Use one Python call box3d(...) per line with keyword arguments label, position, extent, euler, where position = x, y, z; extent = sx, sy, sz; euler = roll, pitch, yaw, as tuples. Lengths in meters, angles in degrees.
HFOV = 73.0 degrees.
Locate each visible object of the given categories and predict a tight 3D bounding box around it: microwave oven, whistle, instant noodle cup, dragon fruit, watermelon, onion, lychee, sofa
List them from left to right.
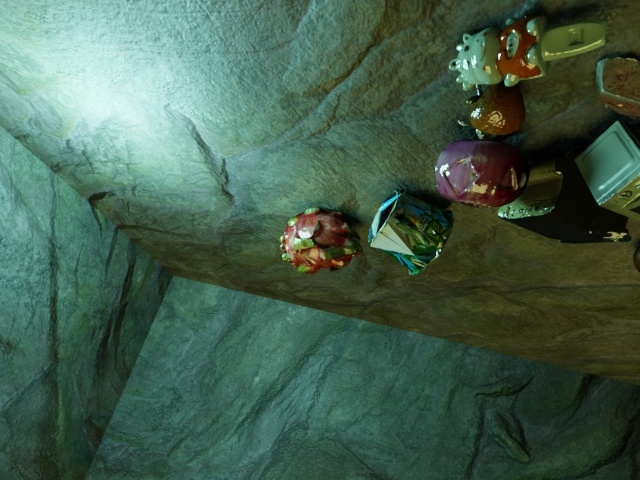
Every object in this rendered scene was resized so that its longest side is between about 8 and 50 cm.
box3d(label="dragon fruit", position=(0.002, 0.006, 1.567), extent=(0.302, 0.231, 0.237), euler=(-1, 141, 13))
box3d(label="instant noodle cup", position=(0.264, -0.036, 1.322), extent=(0.178, 0.240, 0.240), euler=(29, 155, -7))
box3d(label="onion", position=(0.381, -0.153, 0.992), extent=(0.200, 0.201, 0.207), euler=(2, 155, 31))
box3d(label="lychee", position=(0.351, -0.278, 0.871), extent=(0.101, 0.140, 0.114), euler=(-11, 153, -37))
box3d(label="whistle", position=(0.342, -0.325, 0.745), extent=(0.253, 0.106, 0.102), euler=(5, 131, 38))
box3d(label="sofa", position=(0.596, -0.109, 1.038), extent=(0.258, 0.182, 0.200), euler=(19, 173, -11))
box3d(label="microwave oven", position=(0.649, -0.128, 0.854), extent=(0.205, 0.163, 0.129), euler=(16, 139, -16))
box3d(label="watermelon", position=(0.602, -0.255, 0.774), extent=(0.241, 0.094, 0.154), euler=(20, -175, 3))

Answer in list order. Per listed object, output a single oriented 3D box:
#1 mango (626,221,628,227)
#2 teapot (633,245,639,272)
box3d(label="mango", position=(0.779, -0.041, 1.169), extent=(0.060, 0.046, 0.089), euler=(33, 165, -28))
box3d(label="teapot", position=(0.963, 0.063, 1.163), extent=(0.178, 0.135, 0.252), euler=(7, 156, 13))
